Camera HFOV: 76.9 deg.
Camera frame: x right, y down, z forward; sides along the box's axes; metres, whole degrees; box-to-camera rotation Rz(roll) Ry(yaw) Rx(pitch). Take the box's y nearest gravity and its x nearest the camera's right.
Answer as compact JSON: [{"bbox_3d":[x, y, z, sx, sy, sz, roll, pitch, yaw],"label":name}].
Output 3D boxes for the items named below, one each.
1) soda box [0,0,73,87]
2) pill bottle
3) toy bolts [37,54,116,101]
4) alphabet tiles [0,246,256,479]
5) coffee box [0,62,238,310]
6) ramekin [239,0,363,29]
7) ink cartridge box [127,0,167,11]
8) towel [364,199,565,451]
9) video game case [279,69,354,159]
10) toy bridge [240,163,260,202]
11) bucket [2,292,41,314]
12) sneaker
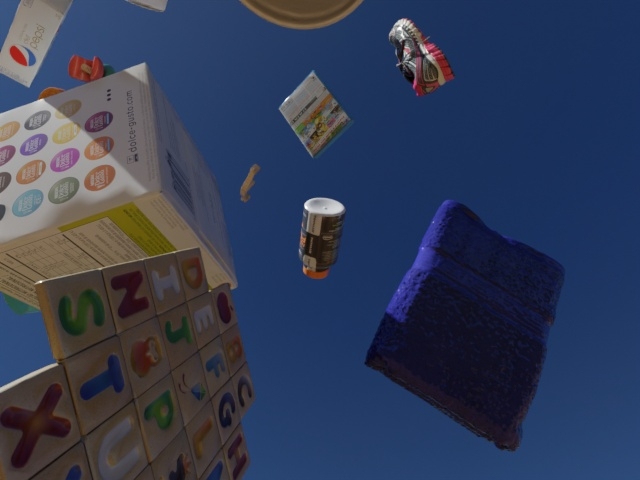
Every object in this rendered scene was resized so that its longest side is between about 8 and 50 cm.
[{"bbox_3d":[-0.602,-0.431,0.844,0.216,0.073,0.069,-33,-44,32],"label":"soda box"},{"bbox_3d":[0.000,0.000,1.279,0.131,0.130,0.245,7,-61,-2],"label":"pill bottle"},{"bbox_3d":[-0.683,-0.418,1.205,0.219,0.158,0.228,16,-90,14],"label":"toy bolts"},{"bbox_3d":[-0.142,0.156,0.396,0.011,0.342,0.284,-12,-87,11],"label":"alphabet tiles"},{"bbox_3d":[-0.403,-0.062,0.801,0.335,0.337,0.338,-19,-32,-1],"label":"coffee box"},{"bbox_3d":[-0.022,-0.373,0.468,0.207,0.108,0.207,6,-34,4],"label":"ramekin"},{"bbox_3d":[-0.402,-0.597,0.749,0.283,0.117,0.207,34,-66,9],"label":"ink cartridge box"},{"bbox_3d":[0.219,0.107,0.592,0.228,0.308,0.076,32,-31,4],"label":"towel"},{"bbox_3d":[-0.012,-0.278,0.893,0.119,0.015,0.166,-41,-113,21],"label":"video game case"},{"bbox_3d":[-0.263,-0.199,1.465,0.026,0.063,0.188,34,-38,0],"label":"toy bridge"},{"bbox_3d":[-0.903,0.105,1.324,0.281,0.183,0.280,5,-81,32],"label":"bucket"},{"bbox_3d":[0.267,-0.538,1.174,0.112,0.299,0.121,-35,-41,17],"label":"sneaker"}]
